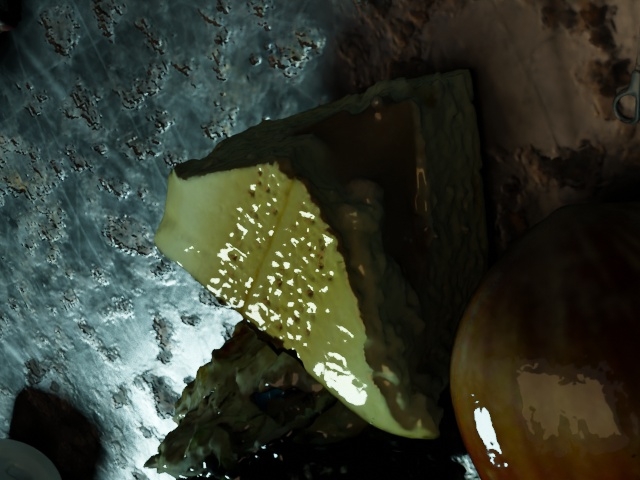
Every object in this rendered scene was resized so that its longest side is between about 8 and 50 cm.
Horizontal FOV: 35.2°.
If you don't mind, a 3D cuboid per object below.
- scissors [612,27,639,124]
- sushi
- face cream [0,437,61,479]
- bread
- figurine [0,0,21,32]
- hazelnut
[{"bbox_3d":[0.207,-0.115,0.648,0.036,0.006,0.083,9,114,30],"label":"scissors"},{"bbox_3d":[-0.027,0.161,0.778,0.238,0.225,0.219,-25,82,9],"label":"sushi"},{"bbox_3d":[-0.386,0.403,1.133,0.145,0.145,0.370,29,122,18],"label":"face cream"},{"bbox_3d":[-0.002,0.011,0.718,0.211,0.183,0.224,-4,104,34],"label":"bread"},{"bbox_3d":[-0.421,-0.109,0.917,0.365,0.218,0.206,-22,70,32],"label":"figurine"},{"bbox_3d":[0.183,0.080,0.636,0.181,0.212,0.181,62,171,24],"label":"hazelnut"}]
